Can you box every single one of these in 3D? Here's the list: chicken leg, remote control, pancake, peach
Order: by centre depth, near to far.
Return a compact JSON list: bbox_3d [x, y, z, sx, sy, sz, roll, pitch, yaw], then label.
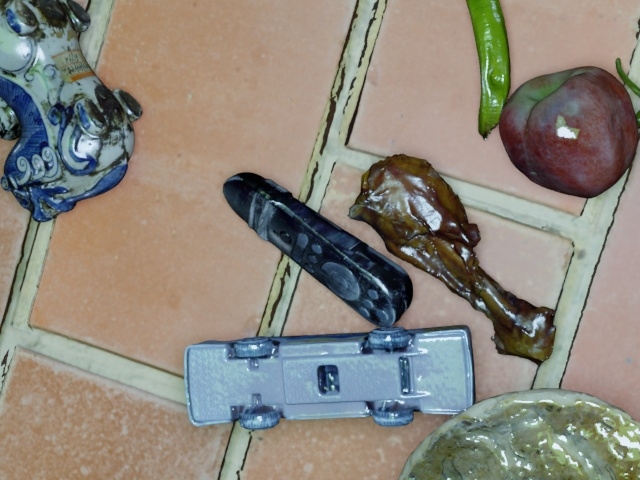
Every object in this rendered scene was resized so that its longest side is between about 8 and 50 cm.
[{"bbox_3d":[0.264,0.327,1.402,0.387,0.082,0.387,8,118,15],"label":"pancake"},{"bbox_3d":[0.279,-0.112,1.414,0.152,0.152,0.152,0,91,12],"label":"peach"},{"bbox_3d":[0.160,0.026,1.472,0.304,0.093,0.113,48,117,-1],"label":"chicken leg"},{"bbox_3d":[0.000,0.000,1.505,0.266,0.066,0.090,38,141,11],"label":"remote control"}]

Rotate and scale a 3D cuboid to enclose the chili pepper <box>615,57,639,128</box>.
[{"bbox_3d":[0.409,-0.130,1.421,0.204,0.073,0.072,25,110,12],"label":"chili pepper"}]

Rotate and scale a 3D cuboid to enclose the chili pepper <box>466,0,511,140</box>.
[{"bbox_3d":[0.195,-0.219,1.466,0.050,0.052,0.202,-6,89,26],"label":"chili pepper"}]

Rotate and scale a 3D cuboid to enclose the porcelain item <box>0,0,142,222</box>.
[{"bbox_3d":[-0.346,-0.174,1.553,0.186,0.138,0.288,-33,89,28],"label":"porcelain item"}]

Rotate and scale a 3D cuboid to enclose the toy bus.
[{"bbox_3d":[0.015,0.153,1.471,0.329,0.136,0.109,-4,93,11],"label":"toy bus"}]
